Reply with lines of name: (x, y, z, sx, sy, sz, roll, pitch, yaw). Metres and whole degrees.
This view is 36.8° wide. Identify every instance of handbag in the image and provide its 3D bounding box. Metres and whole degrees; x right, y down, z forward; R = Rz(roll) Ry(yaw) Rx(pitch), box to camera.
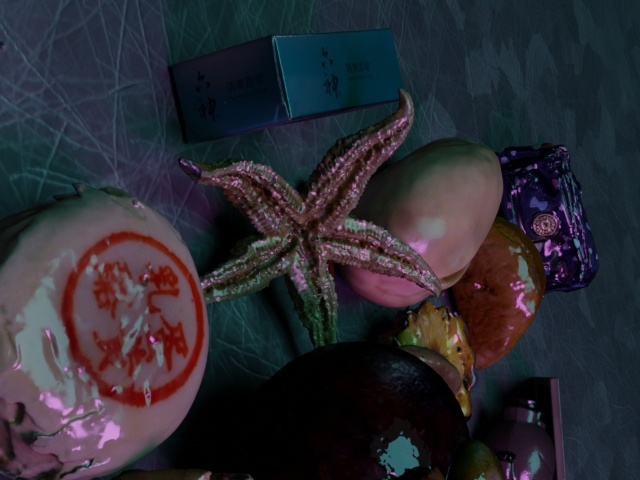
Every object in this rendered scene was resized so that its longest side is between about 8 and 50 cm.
handbag: (0.357, -0.029, 1.589, 0.113, 0.162, 0.260, -28, 107, -66)

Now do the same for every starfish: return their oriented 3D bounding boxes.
starfish: (-0.021, 0.013, 1.074, 0.347, 0.078, 0.358, -17, 125, -24)

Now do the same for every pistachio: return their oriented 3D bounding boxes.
pistachio: (0.128, -0.031, 1.276, 0.299, 0.187, 0.187, -48, 121, -47)

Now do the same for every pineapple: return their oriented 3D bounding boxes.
pineapple: (0.134, 0.183, 1.314, 0.225, 0.076, 0.225, 6, 82, -47)

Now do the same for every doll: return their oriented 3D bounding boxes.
doll: (0.298, 0.376, 1.465, 0.182, 0.117, 0.257, 45, 47, -50)

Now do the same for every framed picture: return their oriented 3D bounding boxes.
framed picture: (0.377, 0.347, 1.577, 0.184, 0.016, 0.250, 60, 28, -83)

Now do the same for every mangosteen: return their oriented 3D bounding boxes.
mangosteen: (0.038, 0.262, 0.993, 0.300, 0.300, 0.300, 13, 73, -51)

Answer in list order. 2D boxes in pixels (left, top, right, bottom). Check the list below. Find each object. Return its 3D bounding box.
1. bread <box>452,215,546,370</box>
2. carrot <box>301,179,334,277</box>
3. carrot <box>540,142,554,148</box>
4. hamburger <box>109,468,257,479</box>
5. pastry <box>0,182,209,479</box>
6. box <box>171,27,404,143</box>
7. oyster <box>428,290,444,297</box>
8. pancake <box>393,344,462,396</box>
bread: (0.277, 0.062, 1.481, 0.129, 0.134, 0.260, -23, 102, -53)
carrot: (-0.001, 0.000, 1.211, 0.036, 0.036, 0.165, -5, 90, -53)
carrot: (0.418, -0.137, 1.790, 0.032, 0.032, 0.093, 15, 77, -51)
hamburger: (-0.163, 0.317, 0.813, 0.155, 0.282, 0.245, 50, 9, -46)
pastry: (-0.209, 0.082, 0.845, 0.265, 0.133, 0.265, 9, 78, -48)
box: (-0.031, -0.181, 1.106, 0.245, 0.153, 0.092, -21, 101, -54)
oyster: (0.144, 0.047, 1.406, 0.081, 0.038, 0.083, 22, 40, -60)
pancake: (0.097, 0.245, 1.203, 0.222, 0.042, 0.236, 3, 106, -32)
